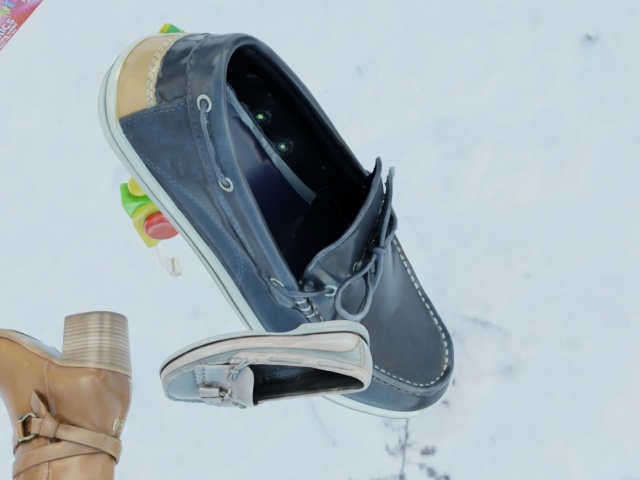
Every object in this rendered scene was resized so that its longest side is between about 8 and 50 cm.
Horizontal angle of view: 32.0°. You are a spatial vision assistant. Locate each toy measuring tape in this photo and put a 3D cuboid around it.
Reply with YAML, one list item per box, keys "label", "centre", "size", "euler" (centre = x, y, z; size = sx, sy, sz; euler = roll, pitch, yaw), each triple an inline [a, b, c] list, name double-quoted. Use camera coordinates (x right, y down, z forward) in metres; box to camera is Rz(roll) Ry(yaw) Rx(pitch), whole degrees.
- label: "toy measuring tape"
  centre: [-0.273, -0.031, 2.062]
  size: [0.121, 0.121, 0.330]
  euler: [-5, 150, 10]

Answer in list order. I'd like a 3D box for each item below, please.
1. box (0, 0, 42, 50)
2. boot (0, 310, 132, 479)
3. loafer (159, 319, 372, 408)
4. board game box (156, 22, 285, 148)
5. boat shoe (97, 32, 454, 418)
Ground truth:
- label: "box"
  centre: [-0.562, -0.378, 1.781]
  size: [0.257, 0.122, 0.128]
  euler: [-44, 63, 16]
- label: "boot"
  centre: [-0.340, 0.215, 1.326]
  size: [0.283, 0.220, 0.109]
  euler: [-12, 154, 23]
- label: "loafer"
  centre: [-0.032, 0.076, 0.642]
  size: [0.125, 0.039, 0.045]
  euler: [-11, 135, 2]
- label: "board game box"
  centre: [-0.145, -0.182, 1.545]
  size: [0.259, 0.039, 0.124]
  euler: [34, 98, -27]
- label: "boat shoe"
  centre: [0.000, 0.000, 1.061]
  size: [0.156, 0.187, 0.500]
  euler: [-11, 129, 41]
